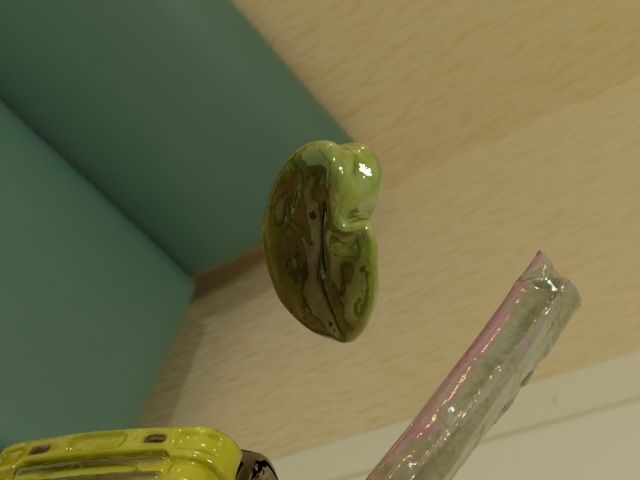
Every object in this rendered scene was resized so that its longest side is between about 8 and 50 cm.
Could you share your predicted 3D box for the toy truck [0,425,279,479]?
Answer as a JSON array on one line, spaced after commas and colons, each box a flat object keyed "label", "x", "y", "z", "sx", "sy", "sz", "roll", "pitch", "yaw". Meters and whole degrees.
[{"label": "toy truck", "x": -0.085, "y": 0.318, "z": 0.567, "sx": 0.254, "sy": 0.180, "sz": 0.405, "roll": -72, "pitch": 149, "yaw": -60}]

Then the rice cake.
[{"label": "rice cake", "x": 0.117, "y": 0.110, "z": 0.723, "sx": 0.270, "sy": 0.049, "sz": 0.055, "roll": -48, "pitch": 144, "yaw": -25}]

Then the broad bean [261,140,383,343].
[{"label": "broad bean", "x": 0.002, "y": 0.000, "z": 0.991, "sx": 0.072, "sy": 0.153, "sz": 0.207, "roll": 0, "pitch": 99, "yaw": -46}]
